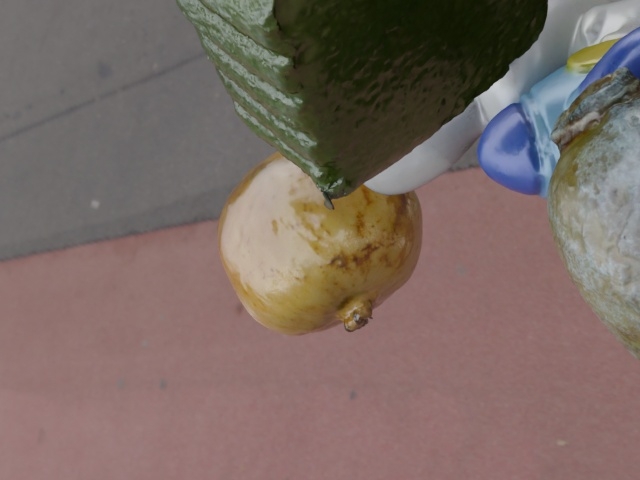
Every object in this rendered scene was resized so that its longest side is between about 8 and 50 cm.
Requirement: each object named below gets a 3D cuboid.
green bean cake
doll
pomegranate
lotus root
[{"bbox_3d":[0.032,-0.188,0.762,0.247,0.250,0.156,-41,60,-9],"label":"green bean cake"},{"bbox_3d":[0.246,-0.147,0.943,0.365,0.187,0.376,33,93,50],"label":"doll"},{"bbox_3d":[0.000,0.000,1.241,0.248,0.248,0.248,-25,56,44],"label":"pomegranate"},{"bbox_3d":[0.290,0.031,0.739,0.349,0.175,0.175,45,117,8],"label":"lotus root"}]
